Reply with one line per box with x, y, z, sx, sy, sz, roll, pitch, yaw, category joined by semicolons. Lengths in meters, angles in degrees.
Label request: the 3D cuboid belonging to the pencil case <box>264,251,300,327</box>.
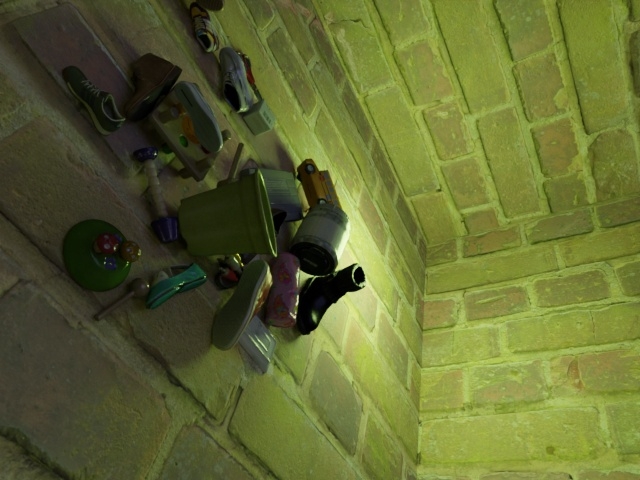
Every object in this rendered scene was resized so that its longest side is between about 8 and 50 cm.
-0.143;0.187;1.806;0.124;0.124;0.284;43;39;-47;pencil case

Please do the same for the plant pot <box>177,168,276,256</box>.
-0.284;-0.060;1.448;0.276;0.253;0.276;169;-90;-89;plant pot

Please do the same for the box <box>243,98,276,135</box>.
-0.256;-0.518;2.005;0.101;0.087;0.102;54;31;-36;box

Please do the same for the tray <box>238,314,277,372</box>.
-0.228;0.322;1.652;0.270;0.030;0.145;59;29;-29;tray

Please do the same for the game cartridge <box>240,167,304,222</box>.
-0.196;-0.184;1.976;0.355;0.068;0.230;-10;81;-64;game cartridge

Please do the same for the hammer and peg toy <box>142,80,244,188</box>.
-0.398;-0.319;1.566;0.361;0.127;0.266;56;29;-33;hammer and peg toy

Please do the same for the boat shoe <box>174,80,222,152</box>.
-0.352;-0.380;1.442;0.226;0.083;0.076;66;26;-14;boat shoe

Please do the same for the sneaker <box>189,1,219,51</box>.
-0.449;-0.813;1.806;0.186;0.069;0.084;64;22;-19;sneaker

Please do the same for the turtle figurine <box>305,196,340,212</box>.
0.032;-0.127;2.362;0.217;0.087;0.269;55;41;-5;turtle figurine

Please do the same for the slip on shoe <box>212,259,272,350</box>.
-0.241;0.216;1.546;0.101;0.123;0.331;62;39;-41;slip on shoe

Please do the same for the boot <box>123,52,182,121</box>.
-0.535;-0.467;1.439;0.115;0.112;0.305;34;41;-18;boot

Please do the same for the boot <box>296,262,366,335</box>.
0.045;0.234;1.983;0.131;0.260;0.348;60;29;-28;boot

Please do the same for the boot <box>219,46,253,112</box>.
-0.347;-0.635;1.877;0.123;0.095;0.258;-58;129;-66;boot

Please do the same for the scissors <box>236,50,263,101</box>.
-0.301;-0.687;2.095;0.297;0.021;0.109;70;23;-11;scissors

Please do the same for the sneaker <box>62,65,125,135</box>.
-0.589;-0.381;1.258;0.192;0.086;0.064;64;28;-21;sneaker

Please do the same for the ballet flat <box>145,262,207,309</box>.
-0.422;0.119;1.342;0.087;0.083;0.247;50;26;5;ballet flat

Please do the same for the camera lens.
0.000;0.000;2.044;0.219;0.219;0.274;58;38;-31;camera lens

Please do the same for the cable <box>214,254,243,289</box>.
-0.266;0.133;1.637;0.287;0.072;0.140;46;43;-45;cable

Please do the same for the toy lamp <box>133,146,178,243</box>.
-0.471;-0.127;1.368;0.080;0.080;0.275;-14;85;-64;toy lamp

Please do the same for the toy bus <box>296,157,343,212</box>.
0.001;-0.219;2.236;0.130;0.108;0.333;-12;77;-31;toy bus

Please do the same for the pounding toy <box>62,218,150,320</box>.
-0.502;0.050;1.164;0.237;0.110;0.183;69;26;-10;pounding toy

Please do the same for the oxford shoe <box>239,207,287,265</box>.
-0.217;-0.020;1.732;0.097;0.098;0.271;53;54;-36;oxford shoe

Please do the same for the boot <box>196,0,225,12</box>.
-0.421;-0.938;1.807;0.248;0.090;0.207;37;23;7;boot
